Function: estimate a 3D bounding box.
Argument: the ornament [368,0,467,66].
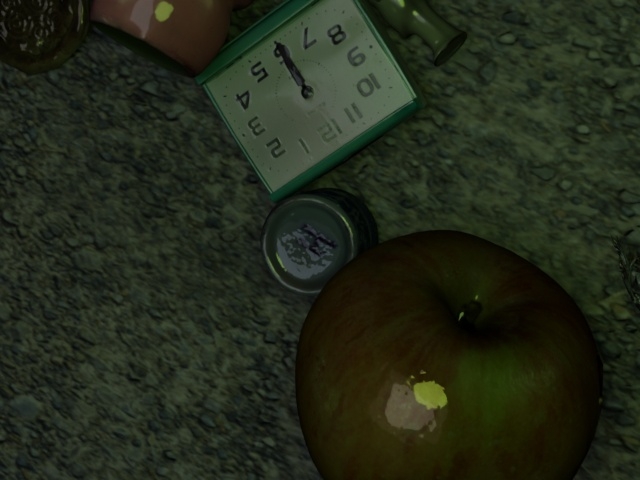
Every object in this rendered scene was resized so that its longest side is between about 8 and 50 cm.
[{"bbox_3d":[0.124,-0.311,1.769,0.156,0.075,0.081,46,123,11],"label":"ornament"}]

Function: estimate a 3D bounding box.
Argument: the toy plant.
[{"bbox_3d":[-0.151,-0.403,1.755,0.356,0.211,0.317,-57,31,-8],"label":"toy plant"}]

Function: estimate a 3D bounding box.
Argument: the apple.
[{"bbox_3d":[0.156,0.193,1.636,0.400,0.400,0.333,27,129,18],"label":"apple"}]

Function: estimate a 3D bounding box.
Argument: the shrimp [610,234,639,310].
[{"bbox_3d":[0.431,0.057,1.689,0.065,0.056,0.165,-35,92,37],"label":"shrimp"}]

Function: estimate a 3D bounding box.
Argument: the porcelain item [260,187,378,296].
[{"bbox_3d":[0.000,0.000,1.825,0.147,0.114,0.147,3,100,20],"label":"porcelain item"}]

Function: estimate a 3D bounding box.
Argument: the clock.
[{"bbox_3d":[-0.008,-0.217,1.819,0.262,0.116,0.231,-33,87,23],"label":"clock"}]

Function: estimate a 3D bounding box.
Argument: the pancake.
[{"bbox_3d":[-0.456,-0.372,2.024,0.235,0.029,0.212,25,105,20],"label":"pancake"}]
